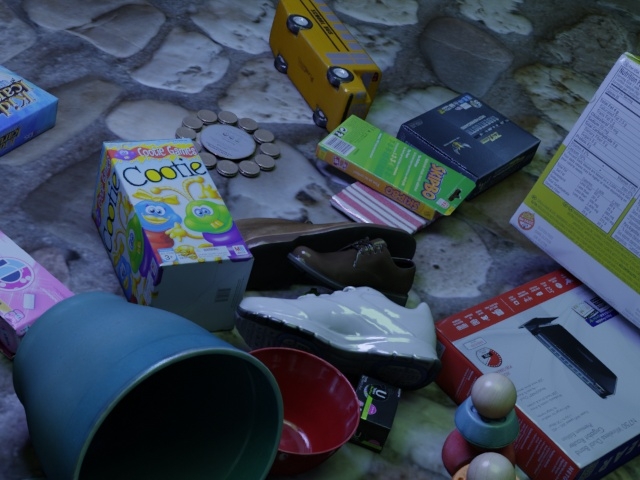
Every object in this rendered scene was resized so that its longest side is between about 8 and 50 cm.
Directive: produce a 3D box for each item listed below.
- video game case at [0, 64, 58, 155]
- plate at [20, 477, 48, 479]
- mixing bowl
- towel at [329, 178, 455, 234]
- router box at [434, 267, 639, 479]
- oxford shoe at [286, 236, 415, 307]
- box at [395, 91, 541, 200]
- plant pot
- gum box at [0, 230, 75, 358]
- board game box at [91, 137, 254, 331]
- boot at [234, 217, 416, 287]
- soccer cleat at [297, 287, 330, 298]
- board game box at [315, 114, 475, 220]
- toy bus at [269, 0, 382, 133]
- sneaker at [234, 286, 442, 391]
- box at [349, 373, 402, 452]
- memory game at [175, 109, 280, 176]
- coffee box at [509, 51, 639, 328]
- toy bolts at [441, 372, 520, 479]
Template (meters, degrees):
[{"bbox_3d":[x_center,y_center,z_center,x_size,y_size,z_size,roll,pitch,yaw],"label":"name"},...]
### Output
[{"bbox_3d":[-0.596,-0.212,1.902,0.244,0.061,0.269,31,39,14],"label":"video game case"},{"bbox_3d":[-0.313,0.341,1.369,0.188,0.024,0.188,12,38,-10],"label":"plate"},{"bbox_3d":[-0.048,0.236,1.548,0.181,0.098,0.181,12,37,-9],"label":"mixing bowl"},{"bbox_3d":[0.125,-0.062,2.052,0.144,0.029,0.197,36,43,22],"label":"towel"},{"bbox_3d":[0.364,0.199,1.782,0.335,0.082,0.301,-19,51,-39],"label":"router box"},{"bbox_3d":[0.048,0.032,1.793,0.227,0.096,0.083,14,14,-38],"label":"oxford shoe"},{"bbox_3d":[0.274,-0.179,2.229,0.183,0.059,0.232,38,42,22],"label":"box"},{"bbox_3d":[-0.225,0.192,1.412,0.271,0.272,0.255,-13,31,-35],"label":"plant pot"},{"bbox_3d":[-0.426,0.071,1.621,0.188,0.062,0.107,36,41,22],"label":"gum box"},{"bbox_3d":[-0.221,-0.009,1.741,0.142,0.144,0.275,-5,43,-27],"label":"board game box"},{"bbox_3d":[0.000,0.000,1.864,0.305,0.112,0.115,-1,31,-21],"label":"boot"},{"bbox_3d":[0.046,0.127,1.765,0.178,0.060,0.072,16,50,2],"label":"soccer cleat"},{"bbox_3d":[0.131,-0.123,2.072,0.259,0.039,0.124,28,42,17],"label":"board game box"},{"bbox_3d":[0.009,-0.336,2.272,0.130,0.108,0.333,-5,43,-30],"label":"toy bus"},{"bbox_3d":[0.025,0.124,1.691,0.297,0.111,0.129,13,50,-9],"label":"sneaker"},{"bbox_3d":[0.069,0.236,1.637,0.062,0.052,0.083,20,36,2],"label":"box"},{"bbox_3d":[-0.159,-0.167,2.071,0.186,0.012,0.186,12,38,-10],"label":"memory game"},{"bbox_3d":[0.583,-0.063,1.922,0.338,0.334,0.337,42,24,27],"label":"coffee box"},{"bbox_3d":[0.254,0.283,1.546,0.218,0.159,0.229,-2,40,-8],"label":"toy bolts"}]
